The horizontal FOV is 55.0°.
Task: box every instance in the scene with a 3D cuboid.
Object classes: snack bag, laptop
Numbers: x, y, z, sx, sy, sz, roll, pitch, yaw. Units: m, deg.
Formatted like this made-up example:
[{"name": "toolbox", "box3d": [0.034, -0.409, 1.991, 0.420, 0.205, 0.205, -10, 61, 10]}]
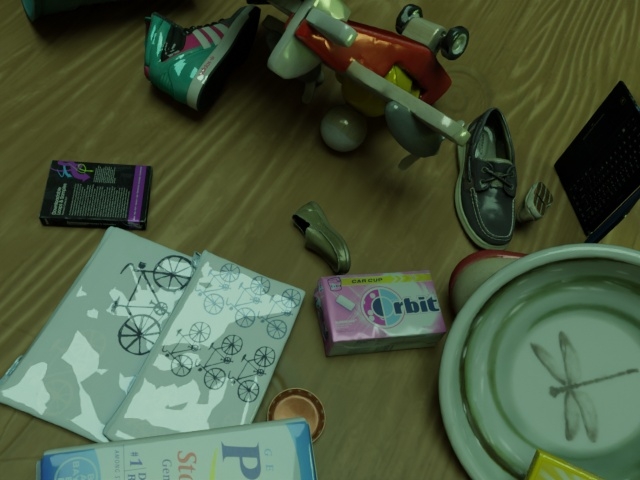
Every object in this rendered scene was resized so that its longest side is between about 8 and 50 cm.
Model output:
[{"name": "snack bag", "box3d": [-0.230, 0.144, 0.884, 0.342, 0.037, 0.323, 22, 58, 3]}, {"name": "laptop", "box3d": [0.447, -0.091, 1.039, 0.136, 0.234, 0.264, -4, 60, -14]}]

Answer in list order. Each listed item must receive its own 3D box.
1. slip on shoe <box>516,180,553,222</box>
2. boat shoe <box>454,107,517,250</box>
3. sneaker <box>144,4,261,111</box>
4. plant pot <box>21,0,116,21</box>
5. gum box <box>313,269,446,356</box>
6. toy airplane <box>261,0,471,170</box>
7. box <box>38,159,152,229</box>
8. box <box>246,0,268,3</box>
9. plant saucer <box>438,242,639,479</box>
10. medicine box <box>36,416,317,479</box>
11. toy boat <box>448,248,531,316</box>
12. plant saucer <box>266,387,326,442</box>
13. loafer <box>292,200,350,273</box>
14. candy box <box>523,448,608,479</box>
[{"name": "slip on shoe", "box3d": [0.390, -0.067, 1.120, 0.051, 0.041, 0.135, 51, 37, -5]}, {"name": "boat shoe", "box3d": [0.306, -0.119, 1.113, 0.102, 0.092, 0.285, 10, 59, -8]}, {"name": "sneaker", "box3d": [-0.240, -0.375, 1.159, 0.178, 0.124, 0.296, 24, 51, 1]}, {"name": "plant pot", "box3d": [-0.402, -0.602, 1.158, 0.334, 0.341, 0.341, -14, 62, -27]}, {"name": "gum box", "box3d": [0.085, 0.111, 0.946, 0.188, 0.062, 0.107, -3, 59, -13]}, {"name": "toy airplane", "box3d": [0.058, -0.277, 1.058, 0.384, 0.273, 0.386, 19, 27, -6]}, {"name": "box", "box3d": [-0.361, -0.074, 0.998, 0.162, 0.029, 0.116, 4, 57, -10]}, {"name": "box", "box3d": [-0.040, -0.466, 1.146, 0.184, 0.045, 0.191, -5, 20, 3]}, {"name": "plant saucer", "box3d": [0.369, 0.204, 0.862, 0.400, 0.100, 0.401, 0, 88, 11]}, {"name": "medicine box", "box3d": [-0.146, 0.353, 0.681, 0.289, 0.149, 0.264, -4, 69, -13]}, {"name": "toy boat", "box3d": [0.318, 0.075, 0.988, 0.231, 0.151, 0.151, 7, 27, -7]}, {"name": "plant saucer", "box3d": [-0.034, 0.250, 0.868, 0.083, 0.013, 0.084, 4, 58, -7]}, {"name": "loafer", "box3d": [0.000, 0.000, 1.008, 0.050, 0.056, 0.148, -20, 54, -21]}, {"name": "candy box", "box3d": [0.360, 0.363, 0.793, 0.205, 0.027, 0.105, 22, 90, 11]}]
